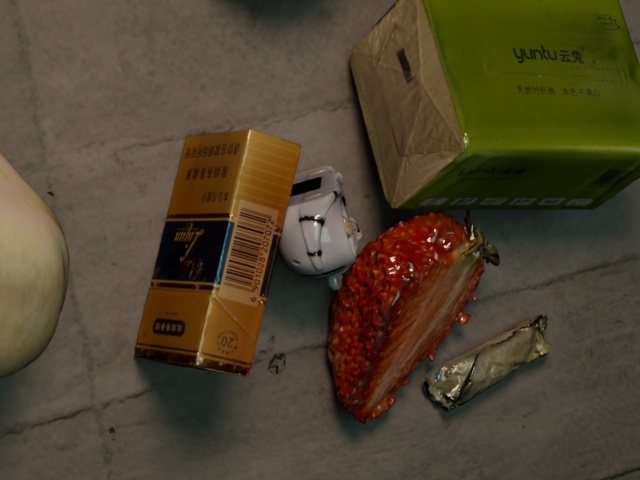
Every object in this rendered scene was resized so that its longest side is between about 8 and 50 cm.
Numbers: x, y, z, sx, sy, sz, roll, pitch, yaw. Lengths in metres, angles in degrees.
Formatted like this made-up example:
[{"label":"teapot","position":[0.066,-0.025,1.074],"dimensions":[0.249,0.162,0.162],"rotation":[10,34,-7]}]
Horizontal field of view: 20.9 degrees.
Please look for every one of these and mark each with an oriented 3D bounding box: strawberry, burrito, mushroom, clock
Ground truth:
[{"label":"strawberry","position":[0.077,0.061,1.865],"dimensions":[0.236,0.106,0.175],"rotation":[-42,145,-21]},{"label":"burrito","position":[0.190,0.138,1.955],"dimensions":[0.171,0.042,0.051],"rotation":[-28,106,-28]},{"label":"mushroom","position":[-0.361,0.025,1.569],"dimensions":[0.254,0.260,0.234],"rotation":[30,113,-34]},{"label":"clock","position":[0.001,0.000,1.785],"dimensions":[0.080,0.176,0.117],"rotation":[-17,103,6]}]

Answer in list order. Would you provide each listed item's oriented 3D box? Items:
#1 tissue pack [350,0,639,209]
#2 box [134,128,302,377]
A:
[{"label":"tissue pack","position":[0.200,-0.148,1.853],"dimensions":[0.274,0.167,0.200],"rotation":[0,64,-33]},{"label":"box","position":[-0.103,0.012,1.732],"dimensions":[0.070,0.152,0.237],"rotation":[19,82,-28]}]
